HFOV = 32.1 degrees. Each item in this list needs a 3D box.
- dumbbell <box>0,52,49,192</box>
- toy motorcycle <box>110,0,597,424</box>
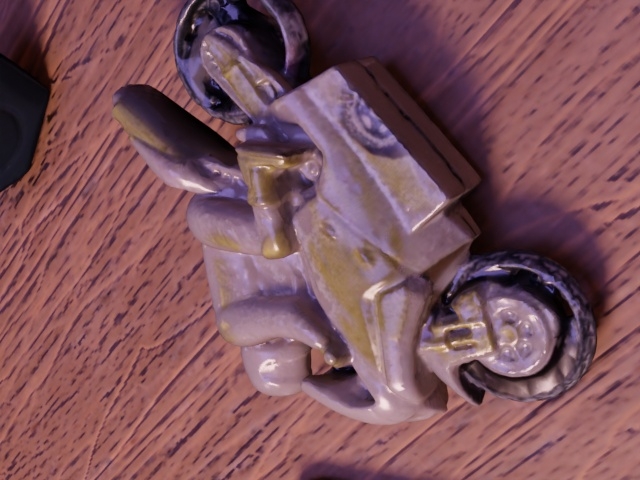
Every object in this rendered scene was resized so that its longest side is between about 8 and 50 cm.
[{"bbox_3d":[-0.381,-0.157,0.939,0.325,0.160,0.144,36,92,23],"label":"dumbbell"},{"bbox_3d":[0.000,0.000,0.715,0.340,0.108,0.223,48,121,8],"label":"toy motorcycle"}]
